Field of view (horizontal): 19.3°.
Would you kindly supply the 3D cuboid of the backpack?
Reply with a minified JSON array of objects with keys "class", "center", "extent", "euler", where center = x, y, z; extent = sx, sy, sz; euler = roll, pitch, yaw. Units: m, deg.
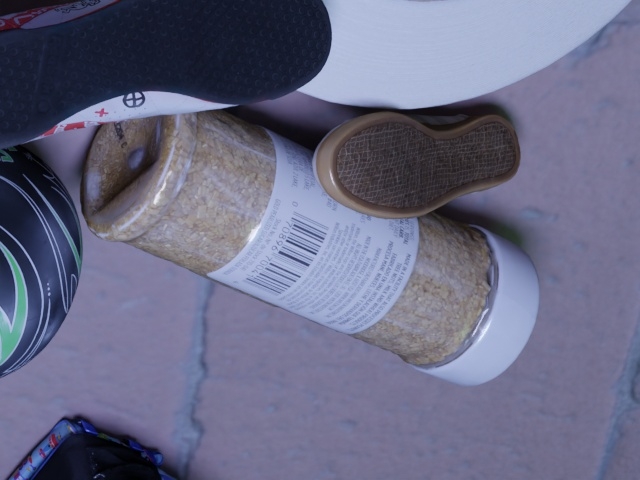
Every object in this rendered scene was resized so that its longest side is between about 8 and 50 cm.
[{"class":"backpack","center":[-0.162,0.240,1.505],"extent":[0.173,0.117,0.158],"euler":[24,114,-34]}]

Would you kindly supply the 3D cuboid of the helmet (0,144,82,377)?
[{"class":"helmet","center":[-0.240,0.012,1.265],"extent":[0.161,0.169,0.169],"euler":[38,107,-22]}]

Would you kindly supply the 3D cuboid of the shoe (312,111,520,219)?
[{"class":"shoe","center":[0.061,-0.054,1.353],"extent":[0.219,0.058,0.076],"euler":[-7,91,-50]}]

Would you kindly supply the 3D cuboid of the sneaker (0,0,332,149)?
[{"class":"sneaker","center":[-0.138,-0.118,1.194],"extent":[0.270,0.145,0.090],"euler":[-16,104,-28]}]

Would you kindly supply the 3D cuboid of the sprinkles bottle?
[{"class":"sprinkles bottle","center":[0.000,0.000,1.378],"extent":[0.355,0.121,0.121],"euler":[24,115,-35]}]

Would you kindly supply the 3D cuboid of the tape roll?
[{"class":"tape roll","center":[0.079,-0.264,1.235],"extent":[0.392,0.072,0.392],"euler":[-11,129,-13]}]
